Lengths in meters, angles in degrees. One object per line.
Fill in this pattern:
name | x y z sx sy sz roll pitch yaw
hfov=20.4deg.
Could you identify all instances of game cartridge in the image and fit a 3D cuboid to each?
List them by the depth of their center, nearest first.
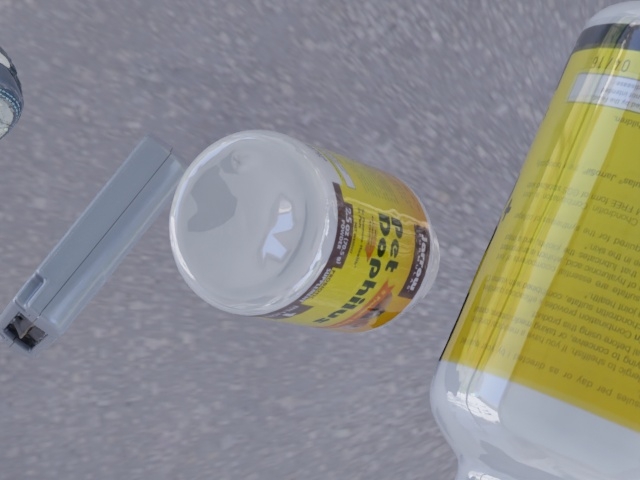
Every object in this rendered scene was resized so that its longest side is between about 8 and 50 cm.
game cartridge | -0.195 0.004 1.534 0.062 0.297 0.198 43 75 -5

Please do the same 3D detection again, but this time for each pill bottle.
pill bottle | 0.095 0.028 0.542 0.103 0.103 0.184 23 83 11
pill bottle | 0.000 0.000 1.181 0.117 0.215 0.117 -4 82 27

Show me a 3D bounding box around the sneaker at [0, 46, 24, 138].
sneaker | -0.260 -0.028 0.826 0.122 0.283 0.110 61 141 21
